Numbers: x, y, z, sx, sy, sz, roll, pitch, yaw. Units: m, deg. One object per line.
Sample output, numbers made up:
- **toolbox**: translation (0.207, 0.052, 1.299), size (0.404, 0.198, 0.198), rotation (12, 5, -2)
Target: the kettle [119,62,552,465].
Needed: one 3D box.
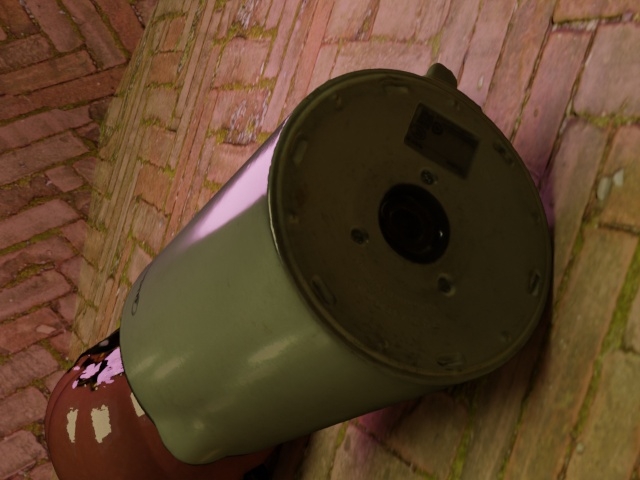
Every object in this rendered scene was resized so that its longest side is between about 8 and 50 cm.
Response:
- **kettle**: translation (0.000, 0.000, 1.124), size (0.376, 0.250, 0.361), rotation (-36, 34, 55)

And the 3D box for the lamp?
- **lamp**: translation (-0.160, 0.204, 1.448), size (0.240, 0.305, 0.305), rotation (63, 167, -14)
